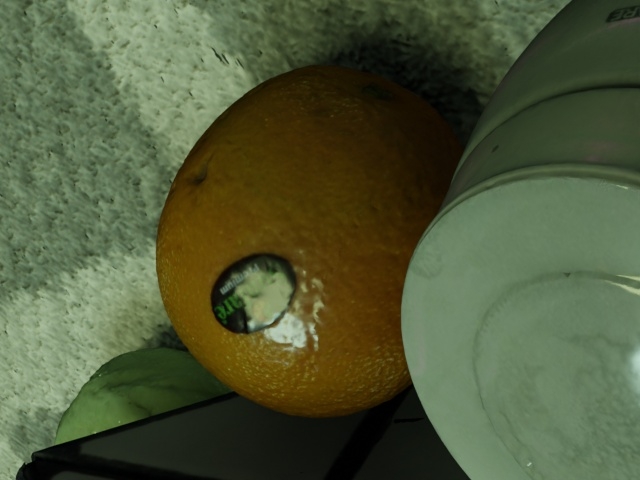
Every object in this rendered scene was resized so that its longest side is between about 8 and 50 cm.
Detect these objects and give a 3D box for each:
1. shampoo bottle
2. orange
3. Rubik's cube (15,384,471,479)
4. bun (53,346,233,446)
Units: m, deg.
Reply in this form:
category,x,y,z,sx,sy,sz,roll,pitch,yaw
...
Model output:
category,x,y,z,sx,sy,sz,roll,pitch,yaw
shampoo bottle,0.192,0.005,0.753,0.273,0.266,0.273,21,133,25
orange,0.000,0.000,0.966,0.206,0.206,0.206,22,133,26
Rubik's cube,0.018,0.278,1.005,0.305,0.310,0.307,-132,29,-55
bun,-0.091,0.170,1.231,0.221,0.108,0.221,22,132,27
